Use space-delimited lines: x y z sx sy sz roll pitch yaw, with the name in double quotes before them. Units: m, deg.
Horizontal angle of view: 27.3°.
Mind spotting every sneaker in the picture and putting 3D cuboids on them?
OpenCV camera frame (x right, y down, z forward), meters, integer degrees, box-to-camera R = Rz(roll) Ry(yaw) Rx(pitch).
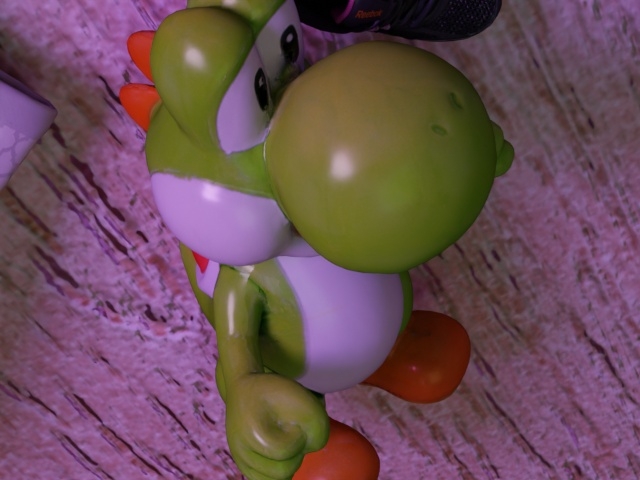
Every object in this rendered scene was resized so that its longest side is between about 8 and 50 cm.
"sneaker" 0.019 -0.133 0.696 0.178 0.077 0.072 7 126 -24

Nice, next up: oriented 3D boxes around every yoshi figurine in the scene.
"yoshi figurine" 0.017 0.016 0.709 0.203 0.204 0.362 -14 141 2

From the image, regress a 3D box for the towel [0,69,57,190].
"towel" -0.325 -0.012 0.603 0.332 0.053 0.317 35 89 -43
